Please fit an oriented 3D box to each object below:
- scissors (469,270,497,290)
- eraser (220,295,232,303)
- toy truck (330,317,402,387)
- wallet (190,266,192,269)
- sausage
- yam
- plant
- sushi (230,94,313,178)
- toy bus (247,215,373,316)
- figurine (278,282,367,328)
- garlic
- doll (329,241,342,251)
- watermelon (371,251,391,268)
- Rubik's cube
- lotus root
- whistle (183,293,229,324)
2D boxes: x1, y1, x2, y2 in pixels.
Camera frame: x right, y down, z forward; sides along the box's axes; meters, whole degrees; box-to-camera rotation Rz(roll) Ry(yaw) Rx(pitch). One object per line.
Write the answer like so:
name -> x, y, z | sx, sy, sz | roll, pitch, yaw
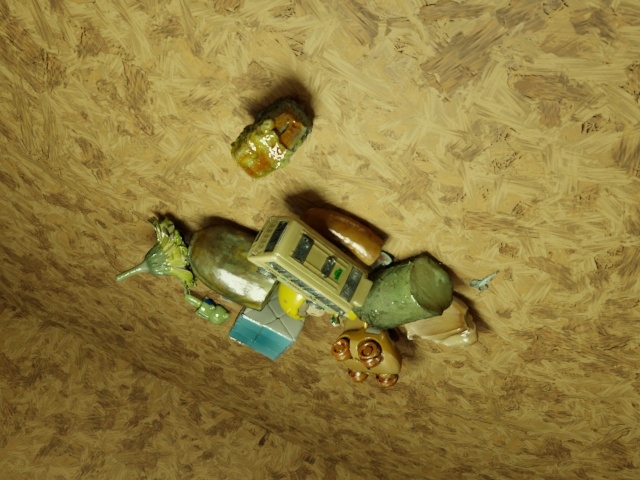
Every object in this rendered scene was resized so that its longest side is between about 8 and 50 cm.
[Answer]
scissors -> 0.505, 0.122, 1.728 | 0.058, 0.014, 0.119 | 26, 147, -7
eraser -> -0.387, 0.220, 2.368 | 0.065, 0.026, 0.105 | 25, 144, 6
toy truck -> 0.175, 0.404, 2.108 | 0.288, 0.211, 0.204 | -4, 135, 39
wallet -> -0.409, 0.103, 2.208 | 0.221, 0.071, 0.262 | 26, 150, -1
sausage -> 0.065, -0.023, 1.733 | 0.271, 0.108, 0.109 | 26, 144, 0
yam -> 0.247, 0.172, 1.790 | 0.195, 0.195, 0.300 | 42, 140, -21
plant -> -0.583, 0.047, 2.080 | 0.297, 0.305, 0.261 | 1, 129, -35
sushi -> -0.135, -0.266, 1.499 | 0.139, 0.184, 0.274 | 47, 143, -19
toy bus -> -0.024, 0.083, 1.714 | 0.365, 0.176, 0.202 | 36, 159, -29
figurine -> 0.018, 0.212, 1.997 | 0.344, 0.187, 0.215 | 19, 134, -3
garlic -> 0.395, 0.258, 1.889 | 0.228, 0.110, 0.217 | -11, 119, 25
doll -> 0.000, 0.000, 1.842 | 0.159, 0.059, 0.159 | 38, 141, -13
watermelon -> 0.187, 0.070, 1.813 | 0.085, 0.061, 0.085 | 25, 149, 16
Rubik's cube -> -0.190, 0.291, 2.173 | 0.231, 0.221, 0.224 | 29, 143, -4
lotus root -> -0.297, 0.084, 1.975 | 0.346, 0.250, 0.250 | 26, 144, -1
whistle -> -0.497, 0.298, 2.479 | 0.228, 0.085, 0.105 | 34, 143, -13
